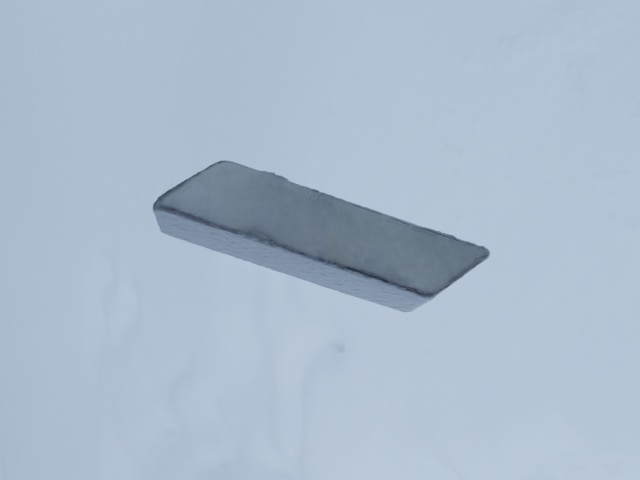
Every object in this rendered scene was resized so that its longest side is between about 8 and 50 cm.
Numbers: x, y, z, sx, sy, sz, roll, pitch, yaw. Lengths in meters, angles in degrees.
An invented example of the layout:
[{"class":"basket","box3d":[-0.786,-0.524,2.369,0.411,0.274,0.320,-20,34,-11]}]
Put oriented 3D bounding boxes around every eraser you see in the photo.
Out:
[{"class":"eraser","box3d":[0.000,-0.001,0.773,0.111,0.352,0.077,118,169,-74]}]
